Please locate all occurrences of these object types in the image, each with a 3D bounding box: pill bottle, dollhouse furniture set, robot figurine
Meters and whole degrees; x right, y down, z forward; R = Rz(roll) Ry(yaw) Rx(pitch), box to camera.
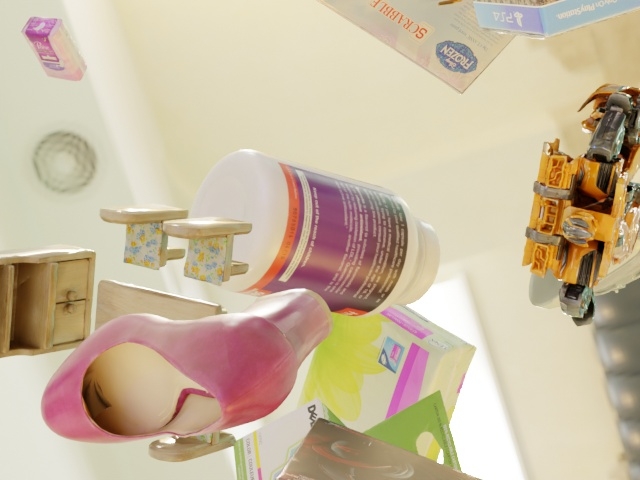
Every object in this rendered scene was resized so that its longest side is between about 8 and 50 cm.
[{"bbox_3d":[0.000,0.000,1.889,0.323,0.181,0.181,14,-131,-38],"label":"pill bottle"},{"bbox_3d":[-0.204,0.076,1.318,0.161,0.242,0.212,-7,-75,-56],"label":"dollhouse furniture set"},{"bbox_3d":[0.251,-0.045,1.309,0.291,0.085,0.211,-34,-45,-64],"label":"robot figurine"}]

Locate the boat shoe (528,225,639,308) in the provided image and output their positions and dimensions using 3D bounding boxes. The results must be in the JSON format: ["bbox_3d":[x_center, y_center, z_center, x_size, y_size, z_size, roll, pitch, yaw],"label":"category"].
[{"bbox_3d":[0.310,0.029,1.581,0.227,0.081,0.079,140,142,-61],"label":"boat shoe"}]

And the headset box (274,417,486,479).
[{"bbox_3d":[0.062,0.253,1.166,0.293,0.218,0.110,-21,-49,-82],"label":"headset box"}]

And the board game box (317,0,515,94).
[{"bbox_3d":[0.177,-0.375,1.815,0.319,0.318,0.066,27,-156,-42],"label":"board game box"}]

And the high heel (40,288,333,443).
[{"bbox_3d":[-0.108,0.097,0.868,0.117,0.244,0.082,-39,-71,-53],"label":"high heel"}]

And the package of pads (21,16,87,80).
[{"bbox_3d":[-0.316,-0.228,1.718,0.083,0.050,0.032,67,-141,-49],"label":"package of pads"}]

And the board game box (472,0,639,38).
[{"bbox_3d":[0.232,-0.344,1.219,0.141,0.232,0.291,-146,38,-70],"label":"board game box"}]

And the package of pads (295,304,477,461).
[{"bbox_3d":[0.079,0.234,2.110,0.229,0.101,0.296,31,114,36],"label":"package of pads"}]

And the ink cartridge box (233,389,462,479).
[{"bbox_3d":[0.032,0.279,1.732,0.097,0.255,0.189,48,-160,-38],"label":"ink cartridge box"}]
